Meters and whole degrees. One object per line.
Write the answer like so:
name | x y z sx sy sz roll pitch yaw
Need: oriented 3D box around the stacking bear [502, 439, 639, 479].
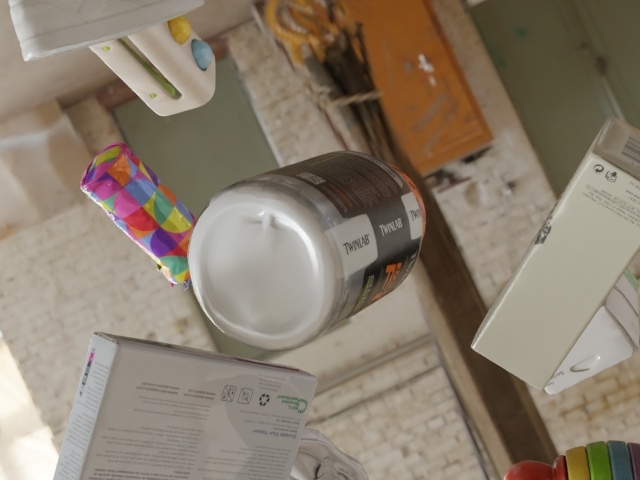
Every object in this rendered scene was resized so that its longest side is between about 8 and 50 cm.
stacking bear | 0.455 0.428 2.030 0.288 0.164 0.175 -6 -165 8

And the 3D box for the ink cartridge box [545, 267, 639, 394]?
ink cartridge box | 0.400 0.118 1.831 0.160 0.093 0.219 -33 -167 25

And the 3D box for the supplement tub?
supplement tub | 0.000 0.000 1.490 0.207 0.207 0.338 -25 180 29

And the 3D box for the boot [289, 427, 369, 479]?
boot | 0.012 0.400 1.945 0.095 0.123 0.258 -41 135 16

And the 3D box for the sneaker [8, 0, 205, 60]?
sneaker | -0.293 -0.356 1.594 0.292 0.169 0.108 -24 -173 -41

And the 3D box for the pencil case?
pencil case | -0.257 -0.034 1.769 0.104 0.236 0.104 -31 -154 17

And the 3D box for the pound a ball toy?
pound a ball toy | -0.291 -0.386 1.989 0.135 0.208 0.319 -15 148 19

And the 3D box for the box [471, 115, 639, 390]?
box | 0.266 0.016 1.236 0.275 0.094 0.113 -64 171 33

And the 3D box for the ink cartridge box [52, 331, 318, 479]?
ink cartridge box | -0.178 0.297 1.467 0.324 0.330 0.071 17 180 -43
